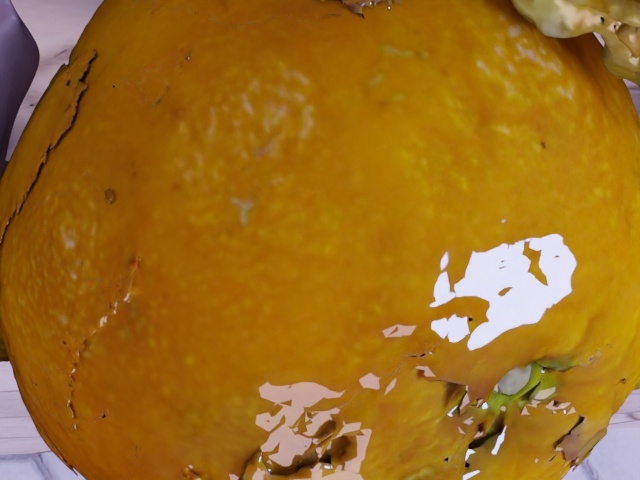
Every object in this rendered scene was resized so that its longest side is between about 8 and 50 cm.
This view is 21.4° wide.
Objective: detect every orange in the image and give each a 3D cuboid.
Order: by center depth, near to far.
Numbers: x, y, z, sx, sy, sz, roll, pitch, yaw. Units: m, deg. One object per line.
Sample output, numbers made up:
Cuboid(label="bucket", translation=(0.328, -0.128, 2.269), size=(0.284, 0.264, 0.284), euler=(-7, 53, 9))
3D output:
Cuboid(label="orange", translation=(0.000, 0.000, 0.622), size=(0.246, 0.246, 0.246), euler=(-4, 168, -1))

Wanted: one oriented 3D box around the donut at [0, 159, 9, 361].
Cuboid(label="donut", translation=(-0.270, -0.002, 0.878), size=(0.272, 0.107, 0.272), euler=(-4, 163, -1))

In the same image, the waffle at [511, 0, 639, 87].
Cuboid(label="waffle", translation=(0.168, -0.090, 0.464), size=(0.262, 0.060, 0.280), euler=(-8, 140, 45))

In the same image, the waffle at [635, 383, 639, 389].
Cuboid(label="waffle", translation=(0.068, 0.046, 1.003), size=(0.312, 0.060, 0.307), euler=(-19, -157, -9))

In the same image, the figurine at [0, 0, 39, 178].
Cuboid(label="figurine", translation=(-0.236, -0.050, 0.586), size=(0.276, 0.133, 0.200), euler=(6, 177, -23))
